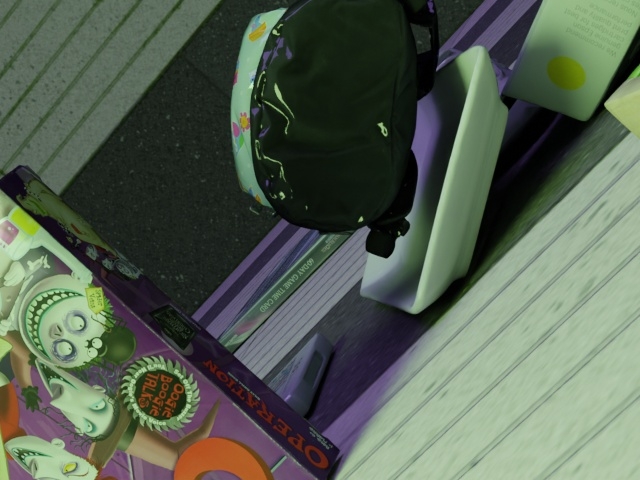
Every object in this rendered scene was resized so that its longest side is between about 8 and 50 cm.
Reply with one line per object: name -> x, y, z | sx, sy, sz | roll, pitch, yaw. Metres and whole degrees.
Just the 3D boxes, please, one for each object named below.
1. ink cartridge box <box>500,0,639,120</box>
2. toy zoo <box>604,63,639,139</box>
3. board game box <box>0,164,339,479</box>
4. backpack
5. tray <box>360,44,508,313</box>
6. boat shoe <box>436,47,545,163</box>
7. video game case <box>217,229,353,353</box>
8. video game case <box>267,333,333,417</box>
ink cartridge box -> 0.217, -0.211, 0.920 | 0.303, 0.072, 0.307 | -51, -13, -37
toy zoo -> 0.237, -0.159, 0.600 | 0.293, 0.030, 0.192 | -48, 3, -5
board game box -> -0.180, 0.156, 0.793 | 0.347, 0.208, 0.056 | -48, 6, 19
backpack -> 0.004, -0.075, 0.932 | 0.182, 0.115, 0.152 | -117, 38, -88
tray -> 0.066, -0.029, 0.940 | 0.270, 0.030, 0.145 | -177, 102, -86
boat shoe -> 0.095, -0.092, 1.135 | 0.095, 0.084, 0.258 | -48, 3, -4
video game case -> 0.000, 0.000, 1.774 | 0.274, 0.026, 0.196 | -44, 5, 37
video game case -> -0.055, 0.136, 1.018 | 0.157, 0.019, 0.143 | -48, 3, 13
